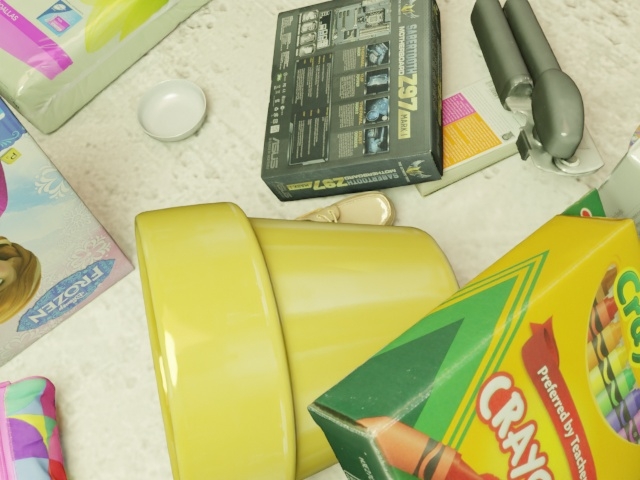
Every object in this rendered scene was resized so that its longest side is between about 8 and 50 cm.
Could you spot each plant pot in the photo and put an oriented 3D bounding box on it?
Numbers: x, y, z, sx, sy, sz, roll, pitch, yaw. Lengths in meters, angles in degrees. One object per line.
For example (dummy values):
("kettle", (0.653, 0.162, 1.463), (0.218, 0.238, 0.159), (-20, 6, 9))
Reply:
("plant pot", (-0.017, 0.086, 0.623), (0.239, 0.254, 0.253), (-8, 62, -15))

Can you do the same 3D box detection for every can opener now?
("can opener", (0.227, -0.175, 0.778), (0.074, 0.093, 0.280), (0, 48, -10))

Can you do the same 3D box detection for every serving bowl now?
("serving bowl", (-0.170, -0.147, 0.865), (0.083, 0.027, 0.083), (-3, 62, 5))

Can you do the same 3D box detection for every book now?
("book", (0.151, -0.118, 0.811), (0.144, 0.035, 0.096), (-25, 60, -6))

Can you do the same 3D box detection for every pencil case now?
("pencil case", (-0.261, 0.236, 0.645), (0.105, 0.104, 0.236), (-21, 62, -4))

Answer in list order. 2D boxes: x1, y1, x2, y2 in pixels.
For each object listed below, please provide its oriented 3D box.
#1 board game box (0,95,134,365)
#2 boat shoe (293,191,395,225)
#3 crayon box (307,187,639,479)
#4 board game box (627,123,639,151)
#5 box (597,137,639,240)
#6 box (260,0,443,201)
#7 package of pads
("board game box", (-0.352, 0.034, 0.634), (0.319, 0.318, 0.066), (-38, 66, -11))
("boat shoe", (0.000, 0.000, 0.746), (0.170, 0.059, 0.063), (-28, 85, -3))
("crayon box", (0.168, 0.117, 0.564), (0.319, 0.202, 0.081), (-34, 20, -25))
("board game box", (0.406, -0.082, 0.761), (0.169, 0.033, 0.133), (-4, 63, 5))
("box", (0.356, -0.073, 0.655), (0.182, 0.181, 0.119), (-43, 76, 1))
("box", (0.037, -0.164, 0.810), (0.184, 0.059, 0.232), (-8, 62, 20))
("package of pads", (-0.311, -0.303, 0.921), (0.229, 0.101, 0.296), (39, 73, 21))
